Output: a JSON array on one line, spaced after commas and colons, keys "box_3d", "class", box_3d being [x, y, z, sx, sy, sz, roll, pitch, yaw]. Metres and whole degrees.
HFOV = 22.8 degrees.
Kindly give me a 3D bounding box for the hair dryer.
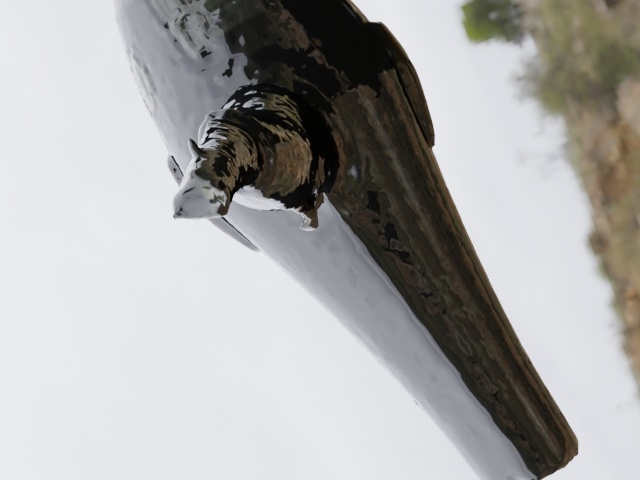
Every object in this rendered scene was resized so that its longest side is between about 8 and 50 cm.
[{"box_3d": [0.000, 0.000, 0.606, 0.304, 0.120, 0.359, 58, -171, -2], "class": "hair dryer"}]
